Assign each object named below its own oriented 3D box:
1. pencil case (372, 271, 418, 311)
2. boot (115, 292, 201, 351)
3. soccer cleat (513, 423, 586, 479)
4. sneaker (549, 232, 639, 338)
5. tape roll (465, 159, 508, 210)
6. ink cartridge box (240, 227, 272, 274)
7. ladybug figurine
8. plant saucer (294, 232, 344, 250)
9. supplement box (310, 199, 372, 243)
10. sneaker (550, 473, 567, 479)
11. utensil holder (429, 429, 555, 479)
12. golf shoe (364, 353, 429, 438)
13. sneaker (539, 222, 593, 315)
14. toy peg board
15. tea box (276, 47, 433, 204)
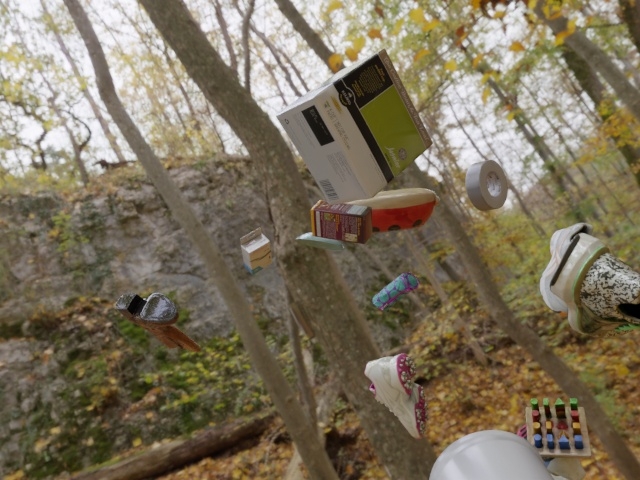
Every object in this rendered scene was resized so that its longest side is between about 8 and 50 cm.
[{"bbox_3d":[0.230,0.159,1.679,0.065,0.070,0.151,31,-51,-18],"label":"pencil case"},{"bbox_3d":[-0.470,0.282,1.708,0.264,0.096,0.280,-4,-42,32],"label":"boot"},{"bbox_3d":[0.710,0.669,1.714,0.116,0.143,0.331,-42,-6,-2],"label":"soccer cleat"},{"bbox_3d":[0.607,0.139,1.104,0.410,0.182,0.158,31,-86,-45],"label":"sneaker"},{"bbox_3d":[0.730,-0.241,2.398,0.219,0.219,0.072,-11,1,-41],"label":"tape roll"},{"bbox_3d":[-0.261,0.045,2.231,0.104,0.060,0.180,-32,-34,-24],"label":"ink cartridge box"},{"bbox_3d":[0.269,-0.115,2.268,0.450,0.161,0.305,-7,-1,19],"label":"ladybug figurine"},{"bbox_3d":[0.000,0.000,2.074,0.195,0.037,0.195,11,-9,2],"label":"plant saucer"},{"bbox_3d":[0.070,-0.062,1.803,0.081,0.188,0.104,-50,-38,-53],"label":"supplement box"},{"bbox_3d":[0.723,0.808,1.776,0.169,0.293,0.108,-94,22,-79],"label":"sneaker"},{"bbox_3d":[0.472,0.717,1.339,0.328,0.327,0.385,-30,14,5],"label":"utensil holder"},{"bbox_3d":[0.227,0.455,1.604,0.140,0.306,0.115,-8,27,28],"label":"golf shoe"},{"bbox_3d":[0.653,0.066,1.432,0.099,0.262,0.121,18,-24,-3],"label":"sneaker"},{"bbox_3d":[0.669,0.524,1.556,0.161,0.160,0.079,-8,-56,23],"label":"toy peg board"},{"bbox_3d":[0.108,-0.334,1.643,0.323,0.329,0.220,-40,19,-29],"label":"tea box"}]
